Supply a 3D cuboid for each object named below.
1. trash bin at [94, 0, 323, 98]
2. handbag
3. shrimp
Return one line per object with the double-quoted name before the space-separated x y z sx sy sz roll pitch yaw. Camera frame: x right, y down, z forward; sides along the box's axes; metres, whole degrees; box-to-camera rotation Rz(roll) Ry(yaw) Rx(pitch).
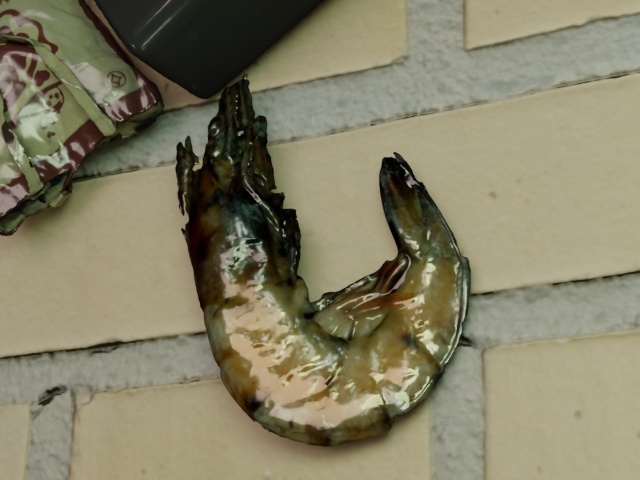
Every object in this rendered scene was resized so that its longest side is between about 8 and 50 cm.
"trash bin" -0.072 -0.293 1.310 0.290 0.182 0.209 -42 58 11
"handbag" -0.283 -0.150 1.382 0.213 0.127 0.235 -39 59 5
"shrimp" 0.000 0.000 1.218 0.233 0.071 0.365 -18 61 8
